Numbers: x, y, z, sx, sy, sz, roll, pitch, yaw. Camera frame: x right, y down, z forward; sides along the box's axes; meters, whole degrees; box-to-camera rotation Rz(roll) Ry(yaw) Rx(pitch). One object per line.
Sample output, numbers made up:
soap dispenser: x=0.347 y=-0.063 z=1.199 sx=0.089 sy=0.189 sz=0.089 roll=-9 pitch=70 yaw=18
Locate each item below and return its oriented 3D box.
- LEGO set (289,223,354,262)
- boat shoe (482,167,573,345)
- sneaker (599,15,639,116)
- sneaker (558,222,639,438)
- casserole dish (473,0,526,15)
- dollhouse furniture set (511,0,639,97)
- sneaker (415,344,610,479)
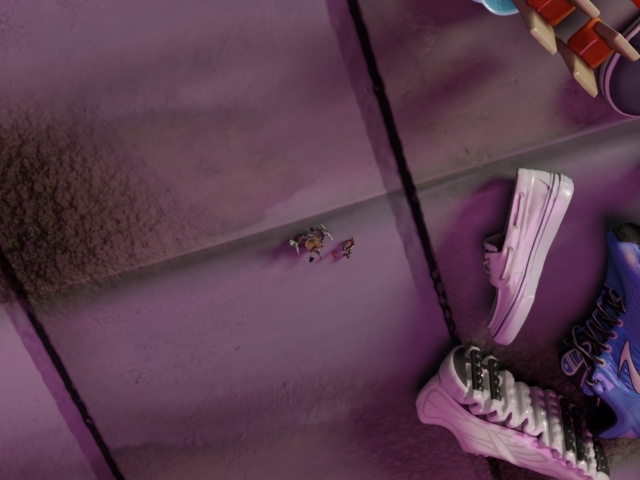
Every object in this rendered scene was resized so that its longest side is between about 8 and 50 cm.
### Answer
LEGO set: x=0.000 y=0.002 z=1.347 sx=0.083 sy=0.023 sz=0.054 roll=21 pitch=120 yaw=-29
boat shoe: x=0.233 y=0.016 z=1.341 sx=0.076 sy=0.083 sz=0.226 roll=17 pitch=107 yaw=0
sneaker: x=0.456 y=-0.223 z=1.181 sx=0.321 sy=0.127 sz=0.126 roll=-31 pitch=118 yaw=16
sneaker: x=0.376 y=0.131 z=1.378 sx=0.147 sy=0.130 sz=0.330 roll=-11 pitch=120 yaw=1
casserole dish: x=0.231 y=-0.318 z=1.163 sx=0.188 sy=0.037 sz=0.114 roll=-28 pitch=117 yaw=12
dollhouse furniture set: x=0.288 y=-0.322 z=1.092 sx=0.262 sy=0.135 sz=0.259 roll=-42 pitch=125 yaw=19
sneaker: x=0.257 y=0.250 z=1.464 sx=0.292 sy=0.110 sz=0.118 roll=33 pitch=124 yaw=-14
